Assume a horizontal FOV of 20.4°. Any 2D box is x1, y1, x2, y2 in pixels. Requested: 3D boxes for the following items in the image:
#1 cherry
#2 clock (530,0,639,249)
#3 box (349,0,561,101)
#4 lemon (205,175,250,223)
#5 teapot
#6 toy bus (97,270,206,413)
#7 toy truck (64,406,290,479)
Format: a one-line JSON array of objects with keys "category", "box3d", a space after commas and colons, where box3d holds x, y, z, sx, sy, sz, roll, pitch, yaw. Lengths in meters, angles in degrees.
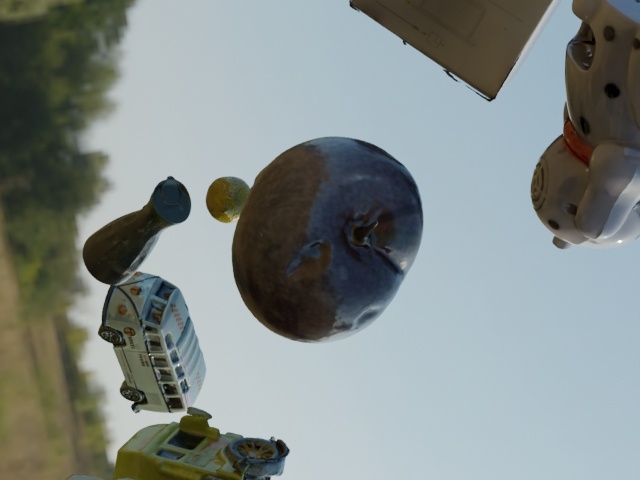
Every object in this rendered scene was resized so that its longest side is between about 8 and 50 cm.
[{"category": "cherry", "box3d": [0.001, -0.003, 1.398, 0.176, 0.140, 0.176, -48, -157, 28]}, {"category": "clock", "box3d": [0.275, -0.096, 1.582, 0.189, 0.189, 0.254, -117, -143, -55]}, {"category": "box", "box3d": [0.180, -0.317, 1.991, 0.106, 0.203, 0.251, -45, 167, -53]}, {"category": "lemon", "box3d": [-0.119, -0.054, 2.322, 0.083, 0.062, 0.062, -76, 162, -63]}, {"category": "teapot", "box3d": [-0.129, -0.007, 1.262, 0.111, 0.043, 0.043, -38, -119, 50]}, {"category": "toy bus", "box3d": [-0.184, 0.114, 1.984, 0.194, 0.089, 0.087, 78, 26, -48]}, {"category": "toy truck", "box3d": [-0.138, 0.233, 1.391, 0.272, 0.157, 0.124, -42, 145, -65]}]
